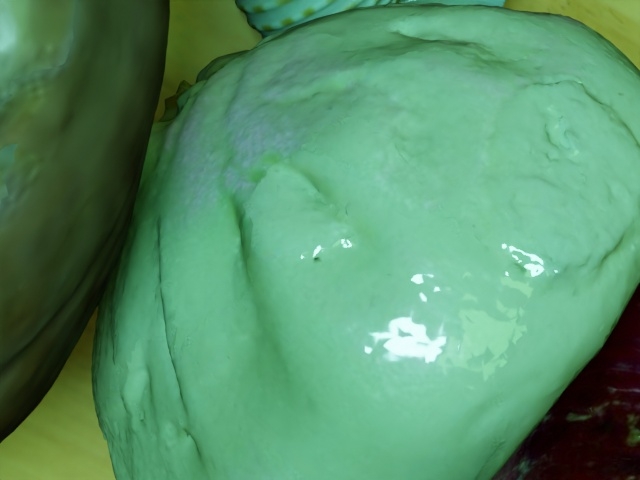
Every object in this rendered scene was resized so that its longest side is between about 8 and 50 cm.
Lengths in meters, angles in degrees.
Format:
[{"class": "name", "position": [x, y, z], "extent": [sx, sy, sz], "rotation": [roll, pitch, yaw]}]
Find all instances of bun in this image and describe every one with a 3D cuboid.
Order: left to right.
[{"class": "bun", "position": [0.000, 0.000, 0.812], "extent": [0.187, 0.293, 0.293], "rotation": [38, 76, -15]}]

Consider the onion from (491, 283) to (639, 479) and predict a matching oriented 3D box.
[{"class": "onion", "position": [0.194, 0.164, 0.941], "extent": [0.314, 0.232, 0.314], "rotation": [17, 62, -35]}]

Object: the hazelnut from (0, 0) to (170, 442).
[{"class": "hazelnut", "position": [-0.219, -0.087, 0.685], "extent": [0.359, 0.359, 0.409], "rotation": [0, 88, -24]}]

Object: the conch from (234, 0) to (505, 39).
[{"class": "conch", "position": [0.021, -0.140, 0.912], "extent": [0.135, 0.102, 0.153], "rotation": [-38, 149, -2]}]
